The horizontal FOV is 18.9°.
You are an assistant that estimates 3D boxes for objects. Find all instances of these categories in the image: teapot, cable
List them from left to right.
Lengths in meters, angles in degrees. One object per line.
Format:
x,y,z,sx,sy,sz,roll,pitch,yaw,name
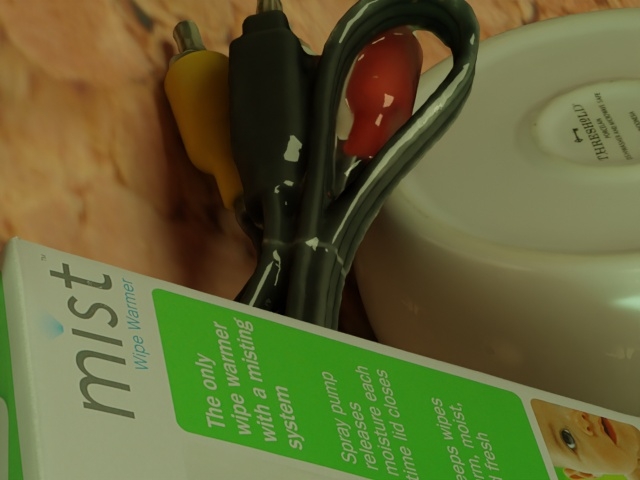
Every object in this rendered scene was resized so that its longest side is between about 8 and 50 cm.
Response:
0.000,0.000,0.746,0.072,0.139,0.287,69,16,-51,cable
0.135,0.025,0.840,0.256,0.252,0.187,-44,135,-39,teapot

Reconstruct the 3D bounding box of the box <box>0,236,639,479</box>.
0.003,0.154,0.509,0.231,0.127,0.262,19,35,-28,box
